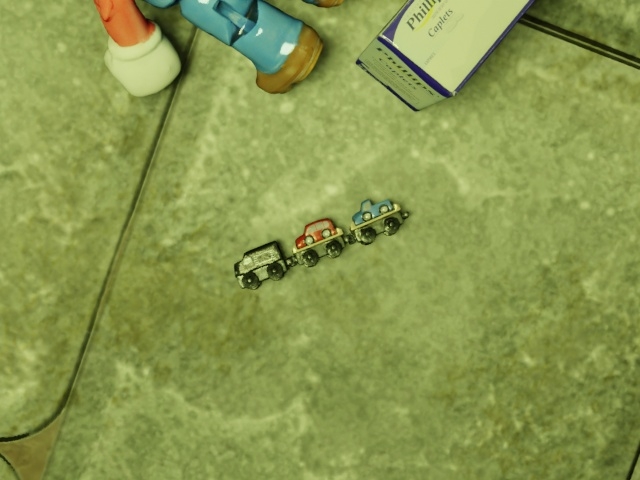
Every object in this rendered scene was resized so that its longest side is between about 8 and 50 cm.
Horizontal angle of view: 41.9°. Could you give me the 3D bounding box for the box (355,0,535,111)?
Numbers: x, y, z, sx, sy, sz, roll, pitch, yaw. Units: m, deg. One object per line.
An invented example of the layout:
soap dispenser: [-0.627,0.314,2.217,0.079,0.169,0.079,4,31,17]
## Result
box: [0.101,-0.174,0.655,0.072,0.137,0.126,40,90,-6]

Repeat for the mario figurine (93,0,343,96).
mario figurine: [-0.142,-0.246,0.653,0.320,0.170,0.198,26,55,-20]

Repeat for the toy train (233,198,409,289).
toy train: [0.000,0.000,0.715,0.158,0.027,0.036,-21,84,-2]
